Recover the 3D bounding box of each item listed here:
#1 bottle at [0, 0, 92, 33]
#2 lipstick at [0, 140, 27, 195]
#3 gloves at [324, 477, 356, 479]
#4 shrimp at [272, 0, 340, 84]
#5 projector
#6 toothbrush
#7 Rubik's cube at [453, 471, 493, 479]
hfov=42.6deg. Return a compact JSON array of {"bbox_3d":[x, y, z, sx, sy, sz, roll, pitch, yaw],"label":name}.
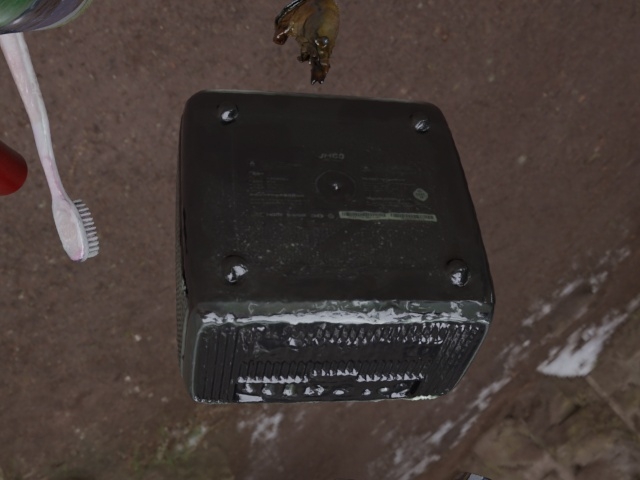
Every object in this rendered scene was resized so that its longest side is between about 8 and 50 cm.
[{"bbox_3d":[-0.159,-0.141,0.378,0.093,0.330,0.093,-3,105,-10],"label":"bottle"},{"bbox_3d":[-0.502,-0.132,1.175,0.080,0.080,0.241,-36,168,-5],"label":"lipstick"},{"bbox_3d":[0.019,0.439,1.276,0.131,0.140,0.218,-65,179,-65],"label":"gloves"},{"bbox_3d":[-0.020,-0.301,1.298,0.117,0.262,0.066,-24,130,26],"label":"shrimp"},{"bbox_3d":[0.000,0.000,1.132,0.395,0.405,0.242,2,141,-12],"label":"projector"},{"bbox_3d":[-0.245,-0.129,0.697,0.025,0.307,0.029,-16,-177,22],"label":"toothbrush"},{"bbox_3d":[0.209,0.362,1.093,0.111,0.111,0.093,-27,143,-20],"label":"Rubik's cube"}]
